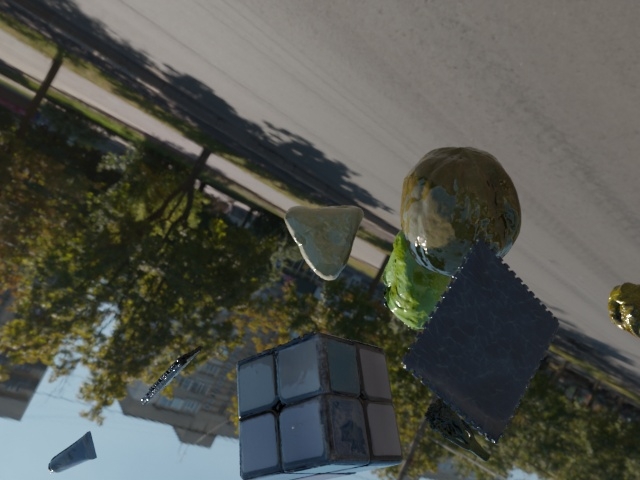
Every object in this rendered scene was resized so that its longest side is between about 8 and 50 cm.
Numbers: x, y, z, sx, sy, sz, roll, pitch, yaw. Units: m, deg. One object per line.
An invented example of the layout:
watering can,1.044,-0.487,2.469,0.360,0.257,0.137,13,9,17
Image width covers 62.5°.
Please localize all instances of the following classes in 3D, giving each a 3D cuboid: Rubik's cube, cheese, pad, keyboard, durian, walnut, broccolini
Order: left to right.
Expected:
keyboard,-0.283,0.255,0.994,0.018,0.195,0.060,49,-143,5
Rubik's cube,-0.008,0.450,1.392,0.316,0.314,0.318,-28,146,33
cheese,0.000,0.000,1.722,0.251,0.248,0.173,6,-174,-4
durian,0.312,0.120,1.730,0.256,0.204,0.340,48,144,31
broccolini,0.336,0.478,1.308,0.203,0.091,0.068,52,142,-10
walnut,0.283,-0.057,1.090,0.282,0.283,0.227,25,-142,38
pad,0.288,0.174,0.907,0.269,0.269,0.012,41,162,-22

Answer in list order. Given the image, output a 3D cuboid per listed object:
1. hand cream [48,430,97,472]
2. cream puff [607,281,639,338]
hand cream,-0.840,0.728,1.786,0.058,0.271,0.091,6,-123,-53
cream puff,0.857,0.198,1.447,0.146,0.146,0.116,26,-139,24
